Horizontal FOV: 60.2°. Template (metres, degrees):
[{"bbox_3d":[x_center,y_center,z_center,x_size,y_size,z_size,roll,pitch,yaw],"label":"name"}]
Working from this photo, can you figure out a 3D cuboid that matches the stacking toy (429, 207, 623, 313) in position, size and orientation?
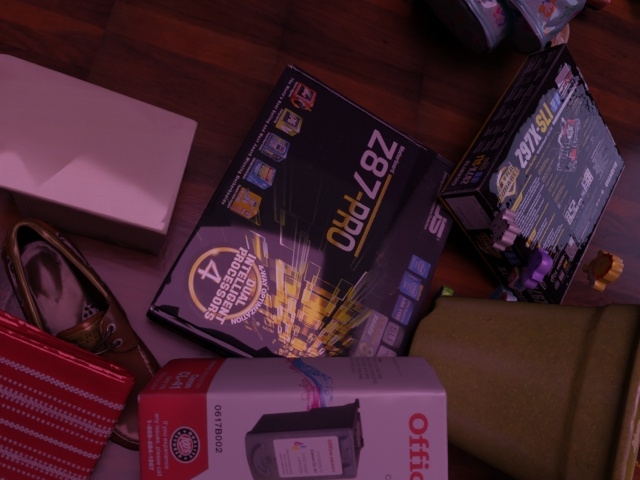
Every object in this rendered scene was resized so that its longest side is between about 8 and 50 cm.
[{"bbox_3d":[0.275,0.069,0.772,0.166,0.221,0.052,22,40,-8],"label":"stacking toy"}]

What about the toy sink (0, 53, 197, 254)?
[{"bbox_3d":[-0.290,-0.093,0.677,0.234,0.131,0.153,16,71,-18],"label":"toy sink"}]

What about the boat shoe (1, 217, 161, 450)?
[{"bbox_3d":[-0.273,0.115,0.637,0.110,0.104,0.307,-36,89,-23],"label":"boat shoe"}]

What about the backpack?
[{"bbox_3d":[0.288,-0.413,0.893,0.253,0.225,0.191,39,101,-5],"label":"backpack"}]

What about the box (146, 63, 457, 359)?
[{"bbox_3d":[0.000,0.000,0.760,0.318,0.097,0.395,30,68,-11],"label":"box"}]

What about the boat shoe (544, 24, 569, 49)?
[{"bbox_3d":[0.422,-0.361,1.017,0.045,0.050,0.136,21,70,-16],"label":"boat shoe"}]

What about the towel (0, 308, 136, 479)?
[{"bbox_3d":[-0.338,0.219,0.577,0.198,0.031,0.275,27,94,-10],"label":"towel"}]

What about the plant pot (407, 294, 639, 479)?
[{"bbox_3d":[0.252,0.181,0.680,0.276,0.253,0.276,-19,114,-53],"label":"plant pot"}]

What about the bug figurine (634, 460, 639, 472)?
[{"bbox_3d":[0.497,0.440,0.807,0.278,0.072,0.216,29,69,-8],"label":"bug figurine"}]

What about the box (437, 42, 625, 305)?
[{"bbox_3d":[0.342,-0.098,0.855,0.257,0.079,0.322,47,65,-25],"label":"box"}]

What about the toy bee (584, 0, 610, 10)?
[{"bbox_3d":[0.560,-0.594,1.089,0.195,0.162,0.298,38,93,-13],"label":"toy bee"}]

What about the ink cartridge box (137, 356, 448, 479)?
[{"bbox_3d":[-0.024,0.248,0.591,0.305,0.131,0.226,-2,93,3],"label":"ink cartridge box"}]
